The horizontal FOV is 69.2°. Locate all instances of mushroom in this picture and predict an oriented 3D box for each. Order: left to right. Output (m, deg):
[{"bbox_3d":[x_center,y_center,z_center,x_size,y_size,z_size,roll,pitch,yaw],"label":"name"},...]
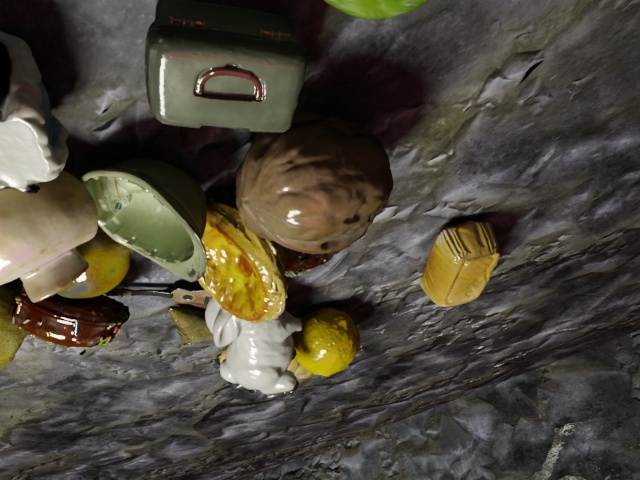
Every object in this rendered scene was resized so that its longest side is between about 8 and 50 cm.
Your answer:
[{"bbox_3d":[-0.465,-0.012,0.724,0.173,0.162,0.236,-16,116,18],"label":"mushroom"}]

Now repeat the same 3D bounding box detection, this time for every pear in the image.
[{"bbox_3d":[-0.727,0.182,0.980,0.228,0.188,0.211,-34,137,23],"label":"pear"}]

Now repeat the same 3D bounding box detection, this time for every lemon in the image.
[{"bbox_3d":[0.015,0.300,1.375,0.192,0.192,0.231,19,127,-36],"label":"lemon"}]

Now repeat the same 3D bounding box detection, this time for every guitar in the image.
[{"bbox_3d":[-0.385,0.127,1.144,0.271,0.038,0.084,7,136,-19],"label":"guitar"}]

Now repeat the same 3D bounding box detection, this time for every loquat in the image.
[{"bbox_3d":[-0.457,0.039,0.914,0.195,0.152,0.152,-30,142,7],"label":"loquat"}]

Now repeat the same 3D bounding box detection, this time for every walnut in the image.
[{"bbox_3d":[-0.014,-0.096,0.787,0.273,0.273,0.227,-1,114,-16],"label":"walnut"}]

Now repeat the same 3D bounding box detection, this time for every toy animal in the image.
[{"bbox_3d":[-0.452,-0.170,0.618,0.208,0.156,0.204,1,145,-6],"label":"toy animal"},{"bbox_3d":[-0.179,0.231,1.190,0.258,0.194,0.357,-21,122,-5],"label":"toy animal"}]

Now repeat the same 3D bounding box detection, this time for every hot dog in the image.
[{"bbox_3d":[0.000,0.000,1.040,0.163,0.082,0.270,2,144,-40],"label":"hot dog"}]

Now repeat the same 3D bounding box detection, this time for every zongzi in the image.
[{"bbox_3d":[-0.314,0.212,1.254,0.160,0.078,0.176,-10,141,-12],"label":"zongzi"}]

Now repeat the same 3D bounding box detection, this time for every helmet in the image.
[{"bbox_3d":[-0.270,-0.061,0.815,0.257,0.137,0.204,31,140,4],"label":"helmet"}]

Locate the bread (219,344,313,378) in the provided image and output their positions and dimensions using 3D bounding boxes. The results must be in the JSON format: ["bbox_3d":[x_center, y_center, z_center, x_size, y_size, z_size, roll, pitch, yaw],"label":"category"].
[{"bbox_3d":[-0.162,0.367,1.459,0.311,0.121,0.173,23,152,-37],"label":"bread"}]

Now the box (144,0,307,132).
[{"bbox_3d":[-0.130,-0.239,0.641,0.210,0.129,0.148,0,142,-18],"label":"box"}]

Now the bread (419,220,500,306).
[{"bbox_3d":[0.364,0.067,1.225,0.153,0.119,0.288,-12,146,-7],"label":"bread"}]

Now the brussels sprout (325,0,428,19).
[{"bbox_3d":[0.070,-0.363,0.481,0.244,0.244,0.244,-8,144,-6],"label":"brussels sprout"}]

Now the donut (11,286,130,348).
[{"bbox_3d":[-0.527,0.160,0.990,0.216,0.096,0.230,22,175,-23],"label":"donut"}]

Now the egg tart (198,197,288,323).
[{"bbox_3d":[-0.164,0.038,0.967,0.116,0.295,0.295,-38,163,-39],"label":"egg tart"}]
